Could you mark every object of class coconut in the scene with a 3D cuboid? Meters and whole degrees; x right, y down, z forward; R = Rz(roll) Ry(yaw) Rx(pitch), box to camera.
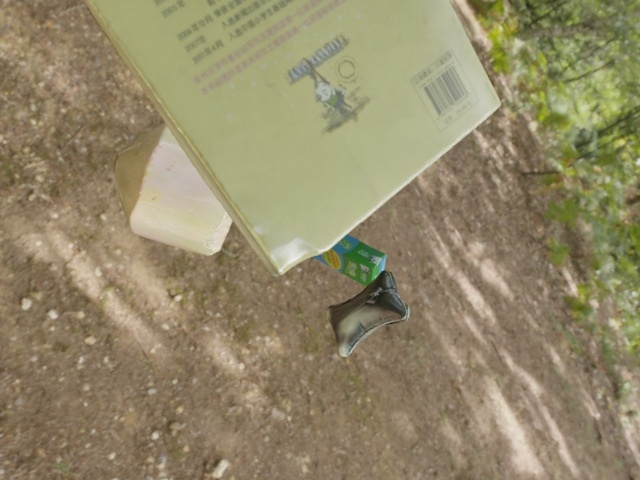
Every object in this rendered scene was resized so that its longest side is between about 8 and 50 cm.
[{"bbox_3d":[-0.169,-0.064,0.778,0.152,0.147,0.147,20,35,-6],"label":"coconut"}]

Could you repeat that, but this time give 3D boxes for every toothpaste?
[{"bbox_3d":[0.000,0.000,1.264,0.266,0.065,0.050,28,53,20],"label":"toothpaste"}]

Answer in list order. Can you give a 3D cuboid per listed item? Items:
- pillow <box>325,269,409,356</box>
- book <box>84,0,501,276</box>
[{"bbox_3d":[0.071,0.113,1.021,0.091,0.135,0.055,57,21,14],"label":"pillow"},{"bbox_3d":[-0.008,-0.104,0.323,0.192,0.168,0.013,57,-19,-17],"label":"book"}]
